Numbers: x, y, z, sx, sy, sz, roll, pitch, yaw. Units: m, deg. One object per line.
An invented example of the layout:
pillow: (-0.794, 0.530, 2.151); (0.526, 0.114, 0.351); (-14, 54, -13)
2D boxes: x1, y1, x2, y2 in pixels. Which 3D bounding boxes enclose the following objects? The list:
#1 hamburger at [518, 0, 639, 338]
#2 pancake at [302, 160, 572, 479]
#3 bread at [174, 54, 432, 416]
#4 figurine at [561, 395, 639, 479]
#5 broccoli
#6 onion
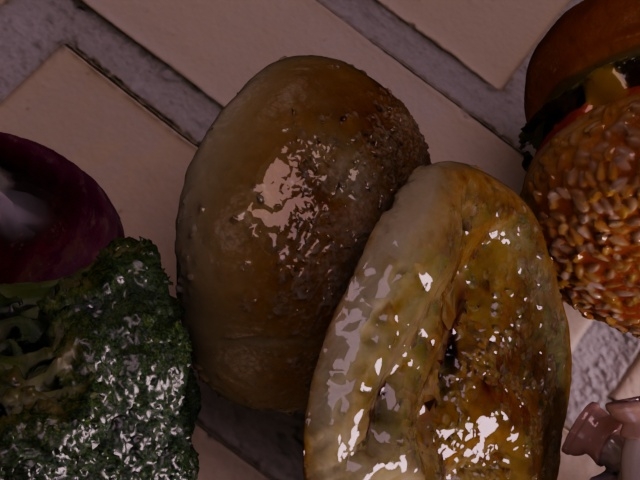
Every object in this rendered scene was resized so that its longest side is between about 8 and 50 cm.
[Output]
hamburger: (0.335, -0.065, 1.374); (0.330, 0.330, 0.250); (9, 61, -12)
pancake: (0.109, 0.122, 1.215); (0.082, 0.387, 0.387); (-1, 51, 34)
bread: (0.000, 0.000, 1.251); (0.159, 0.305, 0.305); (9, 55, 23)
figurine: (0.287, 0.260, 1.265); (0.200, 0.133, 0.275); (-11, 80, -58)
broccoli: (-0.225, 0.141, 1.108); (0.283, 0.303, 0.321); (29, 51, 9)
onion: (-0.262, -0.004, 1.241); (0.207, 0.200, 0.200); (43, 59, 2)
